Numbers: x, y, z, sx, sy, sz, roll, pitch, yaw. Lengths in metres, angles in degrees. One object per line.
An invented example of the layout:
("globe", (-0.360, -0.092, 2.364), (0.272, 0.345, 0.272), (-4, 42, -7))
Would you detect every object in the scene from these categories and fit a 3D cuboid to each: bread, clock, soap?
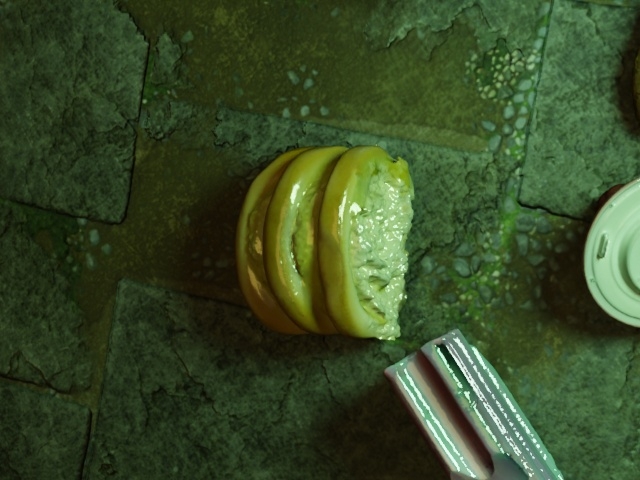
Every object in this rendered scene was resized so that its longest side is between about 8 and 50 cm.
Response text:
("bread", (0.000, 0.000, 1.762), (0.270, 0.211, 0.315), (7, 92, 21))
("clock", (0.486, 0.013, 1.597), (0.244, 0.056, 0.244), (-3, 112, -9))
("soap", (0.243, 0.293, 1.692), (0.109, 0.193, 0.324), (-37, 81, 20))

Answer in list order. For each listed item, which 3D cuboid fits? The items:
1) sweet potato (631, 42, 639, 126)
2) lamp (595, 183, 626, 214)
("sweet potato", (0.527, -0.318, 1.611), (0.114, 0.092, 0.341), (27, 103, -8))
("lamp", (0.452, -0.036, 1.651), (0.101, 0.090, 0.101), (22, 138, 21))
